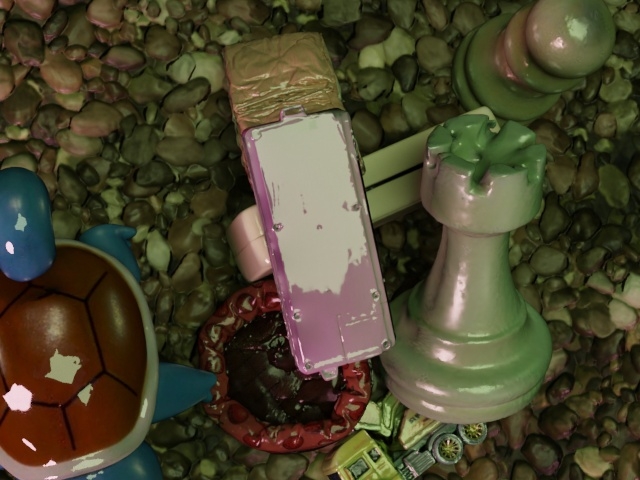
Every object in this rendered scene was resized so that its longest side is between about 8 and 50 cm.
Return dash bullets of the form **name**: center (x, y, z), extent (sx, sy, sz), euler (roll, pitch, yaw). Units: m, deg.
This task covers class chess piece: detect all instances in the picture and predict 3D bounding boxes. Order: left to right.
- **chess piece**: center (0.159, 0.024, 1.292), extent (0.194, 0.195, 0.299), euler (-10, 127, -16)
- **chess piece**: center (0.247, -0.211, 1.377), extent (0.133, 0.243, 0.133), euler (2, 83, -14)

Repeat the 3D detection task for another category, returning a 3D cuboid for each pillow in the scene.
- **pillow**: center (-0.034, -0.144, 1.335), extent (0.126, 0.043, 0.233), euler (-11, 52, -4)

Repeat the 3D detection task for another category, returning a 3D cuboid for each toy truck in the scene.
- **toy truck**: center (0.087, 0.218, 1.379), extent (0.191, 0.085, 0.116), euler (-35, 85, -16)

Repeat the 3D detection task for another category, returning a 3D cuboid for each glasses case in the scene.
- **glasses case**: center (0.051, -0.050, 1.366), extent (0.312, 0.131, 0.070), euler (-24, 86, -16)

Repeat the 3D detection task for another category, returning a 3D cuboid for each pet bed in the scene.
- **pet bed**: center (-0.041, 0.137, 1.341), extent (0.201, 0.053, 0.201), euler (-1, 82, 9)

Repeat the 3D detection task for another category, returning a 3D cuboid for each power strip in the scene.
- **power strip**: center (0.000, 0.000, 1.252), extent (0.109, 0.037, 0.279), euler (-14, 100, -9)

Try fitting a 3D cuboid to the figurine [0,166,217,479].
- **figurine**: center (-0.254, 0.113, 1.236), extent (0.297, 0.243, 0.416), euler (-16, 108, -17)
